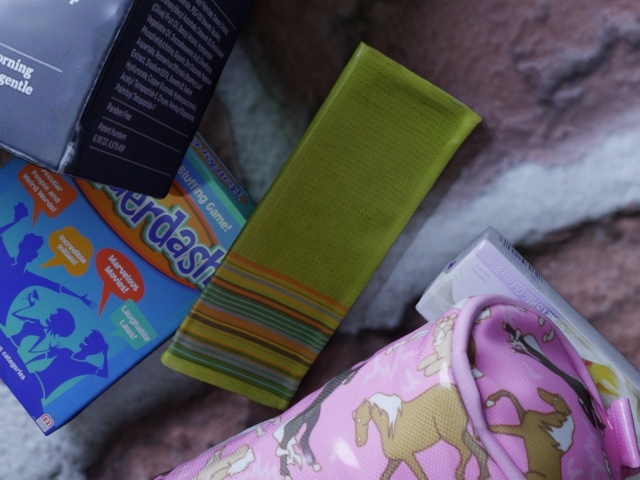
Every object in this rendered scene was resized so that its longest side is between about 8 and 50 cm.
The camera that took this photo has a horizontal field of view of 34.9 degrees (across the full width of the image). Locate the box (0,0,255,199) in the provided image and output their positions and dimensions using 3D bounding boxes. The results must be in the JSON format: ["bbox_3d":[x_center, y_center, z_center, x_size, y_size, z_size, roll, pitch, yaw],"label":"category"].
[{"bbox_3d":[-0.193,-0.235,0.569,0.343,0.179,0.312,26,92,8],"label":"box"}]

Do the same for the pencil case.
[{"bbox_3d":[-0.010,0.176,0.589,0.386,0.167,0.160,-34,88,29],"label":"pencil case"}]

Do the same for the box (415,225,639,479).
[{"bbox_3d":[0.194,0.127,0.621,0.324,0.067,0.063,45,106,2],"label":"box"}]

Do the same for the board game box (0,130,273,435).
[{"bbox_3d":[-0.153,0.006,0.689,0.210,0.047,0.160,-40,88,13],"label":"board game box"}]

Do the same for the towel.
[{"bbox_3d":[0.000,0.000,0.638,0.102,0.021,0.237,24,106,-35],"label":"towel"}]
